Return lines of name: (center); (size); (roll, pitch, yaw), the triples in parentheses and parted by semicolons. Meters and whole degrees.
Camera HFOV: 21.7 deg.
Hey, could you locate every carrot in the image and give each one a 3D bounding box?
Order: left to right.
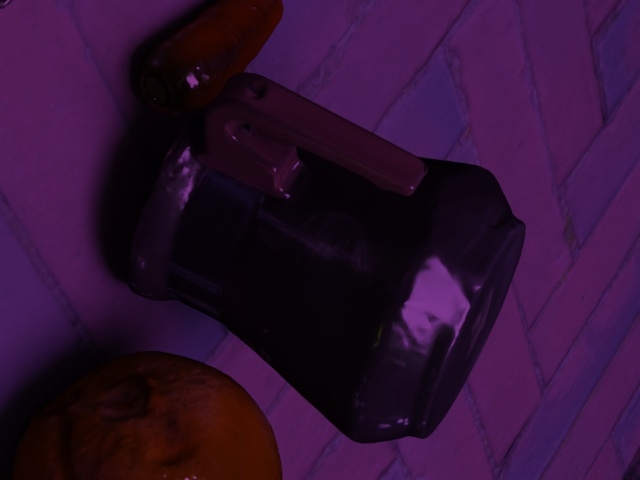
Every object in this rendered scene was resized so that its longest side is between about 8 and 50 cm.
carrot: (-0.108, -0.196, 1.715); (0.193, 0.087, 0.087); (-43, 139, -39)

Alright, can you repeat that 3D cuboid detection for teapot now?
teapot: (0.000, 0.000, 1.681); (0.305, 0.361, 0.376); (-59, 166, -30)

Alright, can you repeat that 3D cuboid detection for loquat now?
loquat: (-0.166, 0.257, 1.685); (0.276, 0.276, 0.284); (-39, 124, -41)

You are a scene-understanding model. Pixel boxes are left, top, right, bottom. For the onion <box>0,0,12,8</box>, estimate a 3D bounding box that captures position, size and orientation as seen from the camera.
onion: (-0.316, -0.274, 1.284); (0.267, 0.159, 0.348); (-60, 156, 4)
